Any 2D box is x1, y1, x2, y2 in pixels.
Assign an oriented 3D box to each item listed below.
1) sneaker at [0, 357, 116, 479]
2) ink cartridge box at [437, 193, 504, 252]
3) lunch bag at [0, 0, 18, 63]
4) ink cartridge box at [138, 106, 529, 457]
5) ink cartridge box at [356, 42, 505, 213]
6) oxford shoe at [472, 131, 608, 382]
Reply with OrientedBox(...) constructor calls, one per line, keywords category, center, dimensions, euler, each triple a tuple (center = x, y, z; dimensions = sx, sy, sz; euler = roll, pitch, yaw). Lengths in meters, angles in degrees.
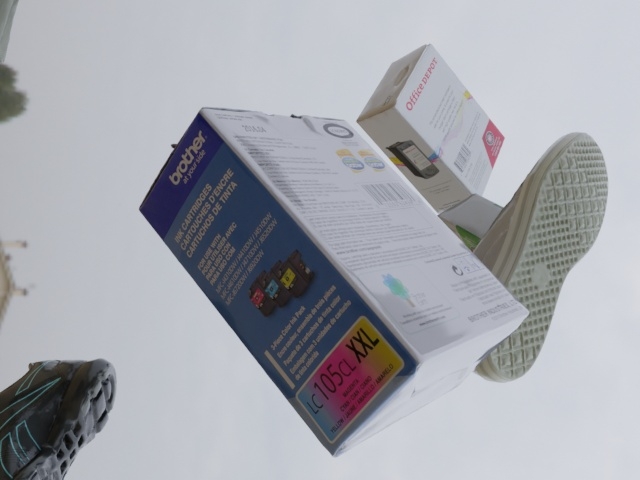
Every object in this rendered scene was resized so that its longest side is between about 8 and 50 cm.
OrientedBox(category="sneaker", center=(-0.314, 0.226, 0.805), dimensions=(0.267, 0.106, 0.101), euler=(-66, 165, -53))
OrientedBox(category="ink cartridge box", center=(0.298, 0.043, 1.314), dimensions=(0.208, 0.087, 0.153), euler=(64, -10, -24))
OrientedBox(category="lunch bag", center=(-0.352, -0.240, 0.597), dimensions=(0.169, 0.235, 0.287), euler=(-50, -146, 34))
OrientedBox(category="ink cartridge box", center=(0.000, 0.000, 0.831), dimensions=(0.395, 0.270, 0.151), euler=(50, -61, 20))
OrientedBox(category="ink cartridge box", center=(0.254, -0.246, 1.724), dimensions=(0.131, 0.306, 0.226), euler=(-18, -146, 49))
OrientedBox(category="oxford shoe", center=(0.301, 0.009, 1.143), dimensions=(0.130, 0.169, 0.449), euler=(-7, -136, 54))
